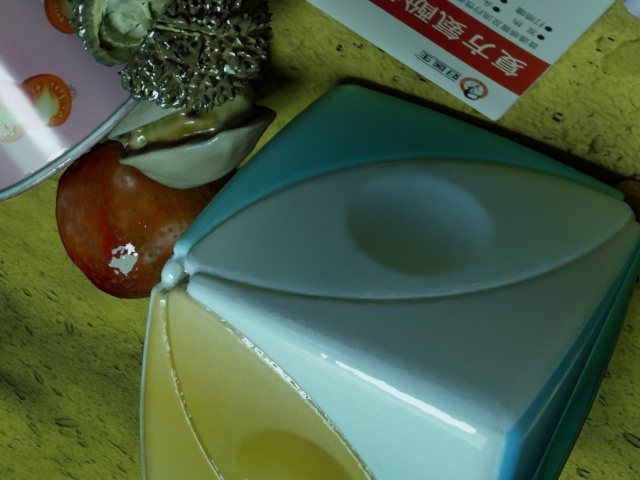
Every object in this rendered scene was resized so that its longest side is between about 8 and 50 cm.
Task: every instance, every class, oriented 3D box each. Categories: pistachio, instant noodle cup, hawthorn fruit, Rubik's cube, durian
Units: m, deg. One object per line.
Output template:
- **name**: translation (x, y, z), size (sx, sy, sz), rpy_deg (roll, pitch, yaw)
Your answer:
- **pistachio**: translation (-0.122, -0.115, 1.736), size (0.223, 0.152, 0.126), rpy_deg (176, 74, -74)
- **instant noodle cup**: translation (-0.295, -0.197, 1.690), size (0.243, 0.243, 0.231), rpy_deg (-12, 123, 48)
- **hawthorn fruit**: translation (-0.192, -0.041, 1.898), size (0.200, 0.179, 0.179), rpy_deg (60, 150, 11)
- **Rubik's cube**: translation (0.062, 0.109, 1.665), size (0.352, 0.351, 0.347), rpy_deg (26, 136, 18)
- **durian**: translation (-0.117, -0.199, 1.577), size (0.196, 0.196, 0.167), rpy_deg (39, 127, -17)

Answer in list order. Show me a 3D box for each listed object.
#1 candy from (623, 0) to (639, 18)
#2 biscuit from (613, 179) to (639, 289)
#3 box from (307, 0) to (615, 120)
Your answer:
- **candy**: translation (0.313, -0.177, 1.351), size (0.160, 0.092, 0.073), rpy_deg (29, 155, -6)
- **biscuit**: translation (0.331, -0.001, 1.655), size (0.158, 0.035, 0.240), rpy_deg (40, 147, -15)
- **box**: translation (0.053, -0.254, 1.475), size (0.353, 0.069, 0.214), rpy_deg (33, 149, -5)
